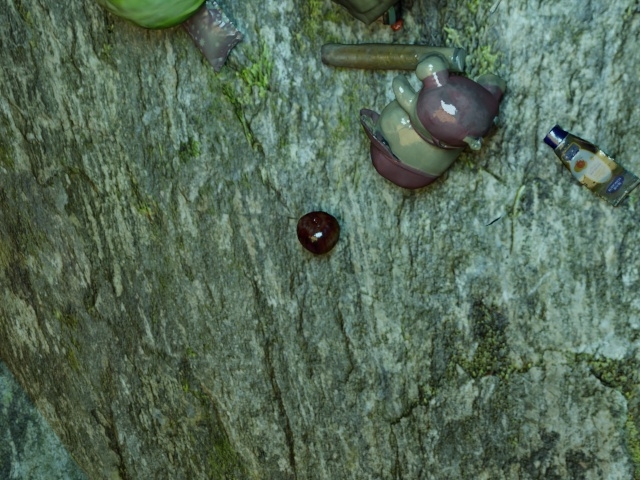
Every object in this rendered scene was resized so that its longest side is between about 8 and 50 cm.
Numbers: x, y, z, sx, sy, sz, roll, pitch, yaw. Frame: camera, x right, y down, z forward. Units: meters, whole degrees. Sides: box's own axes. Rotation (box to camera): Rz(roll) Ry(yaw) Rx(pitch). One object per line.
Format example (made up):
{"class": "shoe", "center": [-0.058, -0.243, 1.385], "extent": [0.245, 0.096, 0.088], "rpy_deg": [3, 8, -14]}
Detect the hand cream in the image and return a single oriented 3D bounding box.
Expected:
{"class": "hand cream", "center": [0.430, -0.123, 1.290], "extent": [0.163, 0.039, 0.062], "rpy_deg": [39, 114, 5]}

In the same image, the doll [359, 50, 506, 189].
{"class": "doll", "center": [0.175, -0.192, 1.338], "extent": [0.196, 0.152, 0.256], "rpy_deg": [40, 142, -5]}

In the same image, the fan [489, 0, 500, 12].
{"class": "fan", "center": [0.295, -0.406, 1.234], "extent": [0.085, 0.005, 0.133], "rpy_deg": [35, 128, 10]}

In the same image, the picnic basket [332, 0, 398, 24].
{"class": "picnic basket", "center": [0.088, -0.507, 1.067], "extent": [0.293, 0.337, 0.337], "rpy_deg": [38, 130, 8]}

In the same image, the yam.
{"class": "yam", "center": [0.119, -0.313, 1.374], "extent": [0.264, 0.046, 0.046], "rpy_deg": [10, 121, 29]}

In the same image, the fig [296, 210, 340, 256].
{"class": "fig", "center": [0.000, 0.000, 1.616], "extent": [0.089, 0.088, 0.125], "rpy_deg": [19, 150, 23]}

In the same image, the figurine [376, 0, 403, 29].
{"class": "figurine", "center": [0.088, -0.388, 1.351], "extent": [0.106, 0.047, 0.060], "rpy_deg": [21, 147, 25]}

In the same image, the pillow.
{"class": "pillow", "center": [-0.227, -0.421, 1.535], "extent": [0.185, 0.043, 0.118], "rpy_deg": [50, 132, -2]}

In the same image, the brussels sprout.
{"class": "brussels sprout", "center": [-0.292, -0.506, 1.399], "extent": [0.294, 0.227, 0.259], "rpy_deg": [-15, 76, 37]}
